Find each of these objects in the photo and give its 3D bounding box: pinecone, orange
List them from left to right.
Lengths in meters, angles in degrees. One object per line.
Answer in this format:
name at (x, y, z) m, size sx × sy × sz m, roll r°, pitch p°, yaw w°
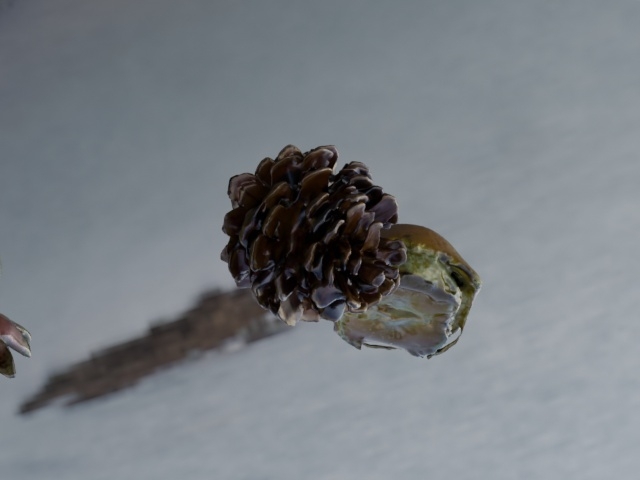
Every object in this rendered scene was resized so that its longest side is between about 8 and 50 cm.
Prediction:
pinecone at (0.000, 0.000, 1.655) m, size 0.174 × 0.173 × 0.173 m, roll -18°, pitch 168°, yaw -4°
orange at (0.084, 0.044, 1.918) m, size 0.170 × 0.112 × 0.160 m, roll -25°, pitch 131°, yaw 25°

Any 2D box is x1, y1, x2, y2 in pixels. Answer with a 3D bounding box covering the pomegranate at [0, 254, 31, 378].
pomegranate at (-0.273, 0.036, 1.302) m, size 0.129 × 0.159 × 0.129 m, roll -13°, pitch -157°, yaw 6°
